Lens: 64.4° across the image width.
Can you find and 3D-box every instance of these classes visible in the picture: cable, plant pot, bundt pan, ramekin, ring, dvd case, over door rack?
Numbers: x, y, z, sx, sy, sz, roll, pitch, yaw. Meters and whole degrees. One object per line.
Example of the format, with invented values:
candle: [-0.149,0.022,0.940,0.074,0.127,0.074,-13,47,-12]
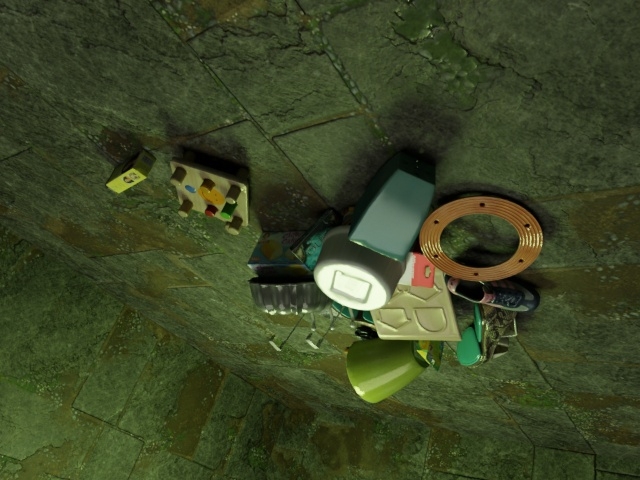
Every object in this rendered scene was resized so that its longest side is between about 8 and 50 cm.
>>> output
cable: [0.250,0.459,2.381,0.185,0.047,0.150,6,148,21]
plant pot: [0.204,-0.101,1.351,0.166,0.165,0.234,24,127,-6]
bundt pan: [-0.095,0.192,1.833,0.331,0.124,0.331,-2,-178,0]
ramekin: [0.114,0.094,1.566,0.277,0.135,0.277,17,144,12]
ring: [0.455,-0.004,1.460,0.337,0.032,0.336,9,136,8]
dvd case: [0.037,0.299,2.275,0.165,0.018,0.221,26,150,-10]
over door rack: [0.000,0.310,1.881,0.240,0.324,0.108,-16,107,47]
plant pot: [0.309,0.520,2.171,0.275,0.274,0.294,37,131,-27]

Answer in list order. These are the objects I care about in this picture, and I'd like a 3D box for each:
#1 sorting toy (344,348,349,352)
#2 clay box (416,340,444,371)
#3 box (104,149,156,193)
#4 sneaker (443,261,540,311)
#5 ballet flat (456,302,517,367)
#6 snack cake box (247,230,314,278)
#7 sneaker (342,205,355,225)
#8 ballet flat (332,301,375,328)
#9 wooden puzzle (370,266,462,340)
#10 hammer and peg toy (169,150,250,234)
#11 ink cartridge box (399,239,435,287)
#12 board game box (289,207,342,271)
sorting toy: [0.263,0.586,2.560,0.229,0.041,0.307,28,154,-24]
clay box: [0.432,0.379,1.965,0.053,0.222,0.127,-5,141,37]
box: [-0.657,-0.234,1.753,0.232,0.087,0.058,-16,137,44]
sneaker: [0.550,0.174,1.624,0.319,0.131,0.112,16,113,4]
ballet flat: [0.636,0.353,1.893,0.182,0.164,0.482,-4,146,2]
snack cake box: [-0.113,0.049,1.822,0.264,0.152,0.089,-2,143,32]
sneaker: [0.170,-0.049,1.551,0.225,0.092,0.088,-2,142,32]
ballet flat: [0.149,0.300,2.130,0.316,0.107,0.106,28,158,-12]
wooden puzzle: [0.325,0.219,1.842,0.322,0.080,0.347,-6,120,32]
hammer and peg toy: [-0.366,-0.127,1.707,0.266,0.127,0.361,18,150,3]
ink cartridge box: [0.262,0.067,1.657,0.231,0.078,0.134,9,125,19]
board game box: [0.000,0.000,1.657,0.126,0.186,0.026,48,174,-39]
